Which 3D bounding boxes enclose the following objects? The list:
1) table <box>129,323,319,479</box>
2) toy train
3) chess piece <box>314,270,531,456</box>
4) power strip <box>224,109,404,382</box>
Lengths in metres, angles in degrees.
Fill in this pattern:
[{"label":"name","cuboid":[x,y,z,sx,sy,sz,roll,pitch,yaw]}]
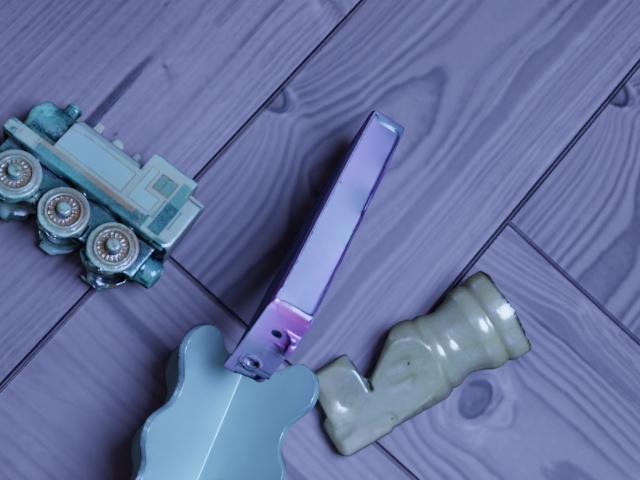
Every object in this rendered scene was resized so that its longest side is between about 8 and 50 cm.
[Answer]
[{"label":"table","cuboid":[-0.097,0.183,0.877,0.166,0.166,0.198,25,71,-7]},{"label":"toy train","cuboid":[-0.205,-0.043,0.922,0.194,0.081,0.125,38,67,-2]},{"label":"chess piece","cuboid":[0.086,0.115,0.958,0.200,0.090,0.090,-32,89,-2]},{"label":"power strip","cuboid":[0.000,0.000,0.878,0.037,0.109,0.279,32,46,-4]}]
